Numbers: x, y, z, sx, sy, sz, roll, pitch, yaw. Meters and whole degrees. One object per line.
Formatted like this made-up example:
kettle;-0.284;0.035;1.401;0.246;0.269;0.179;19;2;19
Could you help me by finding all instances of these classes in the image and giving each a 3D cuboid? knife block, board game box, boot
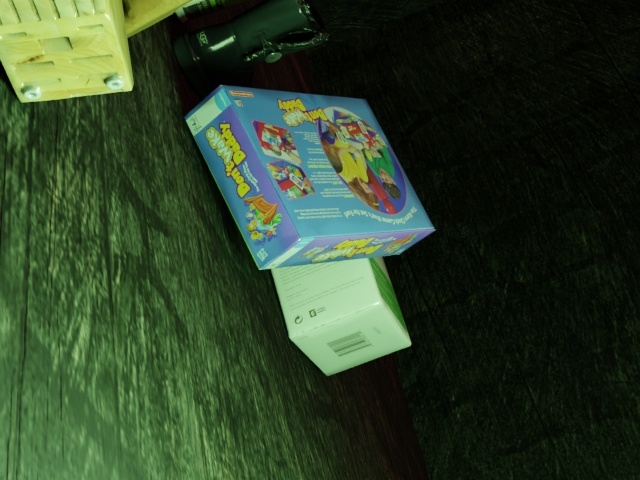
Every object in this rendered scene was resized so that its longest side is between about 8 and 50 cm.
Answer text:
knife block;-0.202;-0.266;0.819;0.275;0.088;0.242;87;-3;-64
board game box;-0.004;-0.089;1.586;0.347;0.078;0.233;-4;63;-55
boot;-0.084;-0.266;1.688;0.246;0.207;0.094;55;15;-67

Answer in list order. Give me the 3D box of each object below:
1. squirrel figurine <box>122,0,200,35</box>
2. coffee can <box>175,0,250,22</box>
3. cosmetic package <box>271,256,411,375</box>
squirrel figurine;-0.137;-0.402;0.975;0.397;0.281;0.370;-12;-72;55
coffee can;-0.107;-0.458;1.701;0.201;0.275;0.201;-17;90;-89
cosmetic package;0.000;0.000;1.792;0.197;0.155;0.365;51;20;-61
